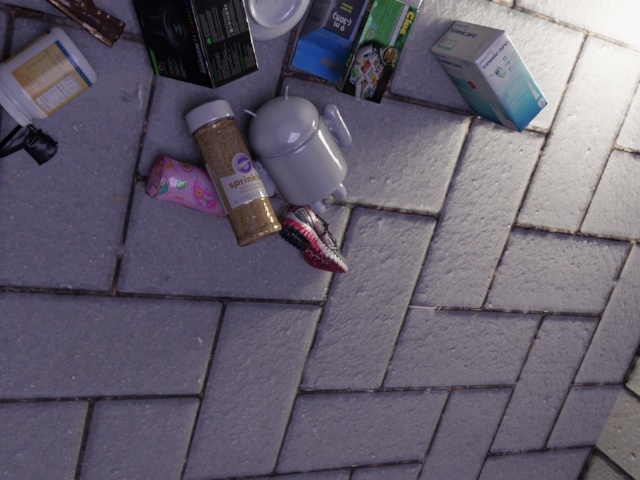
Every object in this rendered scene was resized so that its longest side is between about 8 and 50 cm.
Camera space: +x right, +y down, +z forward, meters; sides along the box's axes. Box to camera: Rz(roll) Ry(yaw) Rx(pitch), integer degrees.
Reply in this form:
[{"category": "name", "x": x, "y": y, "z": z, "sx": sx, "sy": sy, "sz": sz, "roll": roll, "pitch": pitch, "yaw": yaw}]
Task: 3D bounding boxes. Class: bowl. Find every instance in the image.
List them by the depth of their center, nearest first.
[{"category": "bowl", "x": -0.131, "y": -0.590, "z": 1.659, "sx": 0.297, "sy": 0.134, "sz": 0.298, "roll": -19, "pitch": 133, "yaw": -22}]

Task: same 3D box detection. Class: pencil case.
[{"category": "pencil case", "x": -0.306, "y": -0.127, "z": 1.832, "sx": 0.284, "sy": 0.124, "sz": 0.124, "roll": 19, "pitch": 103, "yaw": -33}]

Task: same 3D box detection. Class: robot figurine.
[{"category": "robot figurine", "x": -0.061, "y": -0.234, "z": 1.863, "sx": 0.299, "sy": 0.200, "sz": 0.354, "roll": -35, "pitch": 125, "yaw": -4}]

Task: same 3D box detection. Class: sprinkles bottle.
[{"category": "sprinkles bottle", "x": -0.217, "y": -0.167, "z": 1.758, "sx": 0.121, "sy": 0.121, "sz": 0.356, "roll": -23, "pitch": 88, "yaw": -17}]

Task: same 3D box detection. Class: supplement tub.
[{"category": "supplement tub", "x": -0.608, "y": -0.356, "z": 1.546, "sx": 0.199, "sy": 0.144, "sz": 0.144, "roll": -38, "pitch": 125, "yaw": -7}]

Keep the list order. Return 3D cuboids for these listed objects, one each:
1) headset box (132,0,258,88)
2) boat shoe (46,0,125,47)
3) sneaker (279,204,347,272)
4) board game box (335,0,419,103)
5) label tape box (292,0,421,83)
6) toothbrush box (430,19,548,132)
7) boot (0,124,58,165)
[{"category": "headset box", "x": -0.293, "y": -0.492, "z": 1.575, "sx": 0.131, "sy": 0.283, "sz": 0.247, "roll": -31, "pitch": 126, "yaw": -30}, {"category": "boat shoe", "x": -0.529, "y": -0.515, "z": 1.560, "sx": 0.207, "sy": 0.073, "sz": 0.073, "roll": 33, "pitch": 94, "yaw": -42}, {"category": "sneaker", "x": 0.000, "y": 0.000, "z": 2.067, "sx": 0.299, "sy": 0.120, "sz": 0.112, "roll": 49, "pitch": 55, "yaw": -43}, {"category": "board game box", "x": 0.145, "y": -0.492, "z": 1.824, "sx": 0.136, "sy": 0.030, "sz": 0.260, "roll": 11, "pitch": 113, "yaw": -29}, {"category": "label tape box", "x": 0.105, "y": -0.574, "z": 1.842, "sx": 0.249, "sy": 0.115, "sz": 0.348, "roll": 14, "pitch": 104, "yaw": -32}, {"category": "toothbrush box", "x": 0.486, "y": -0.473, "z": 2.031, "sx": 0.126, "sy": 0.216, "sz": 0.295, "roll": -46, "pitch": 126, "yaw": -1}, {"category": "boot", "x": -0.681, "y": -0.212, "z": 1.640, "sx": 0.121, "sy": 0.045, "sz": 0.099, "roll": -45, "pitch": 128, "yaw": -3}]
